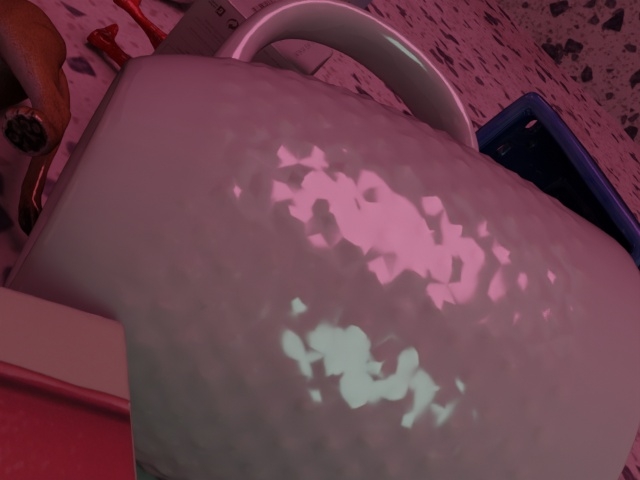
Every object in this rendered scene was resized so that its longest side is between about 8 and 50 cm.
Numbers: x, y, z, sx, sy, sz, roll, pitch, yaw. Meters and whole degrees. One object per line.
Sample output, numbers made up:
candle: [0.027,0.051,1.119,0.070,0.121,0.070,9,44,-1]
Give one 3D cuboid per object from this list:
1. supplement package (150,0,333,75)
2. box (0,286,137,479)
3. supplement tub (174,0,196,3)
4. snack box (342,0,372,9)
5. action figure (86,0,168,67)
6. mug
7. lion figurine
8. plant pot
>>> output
supplement package: [-0.094,-0.124,0.747,0.105,0.179,0.105,44,27,-8]
box: [-0.157,0.145,0.337,0.127,0.148,0.232,24,35,-37]
supplement tub: [-0.166,-0.392,1.029,0.144,0.144,0.200,18,39,-45]
snack box: [-0.004,-0.384,1.223,0.207,0.174,0.070,14,46,-49]
action figure: [-0.080,-0.134,0.873,0.280,0.091,0.139,47,36,-2]
mug: [0.000,0.000,0.578,0.328,0.276,0.374,28,59,-19]
lion figurine: [-0.293,-0.193,0.627,0.392,0.142,0.240,56,16,-20]
plant pot: [0.259,-0.001,1.058,0.212,0.236,0.236,10,44,-58]
